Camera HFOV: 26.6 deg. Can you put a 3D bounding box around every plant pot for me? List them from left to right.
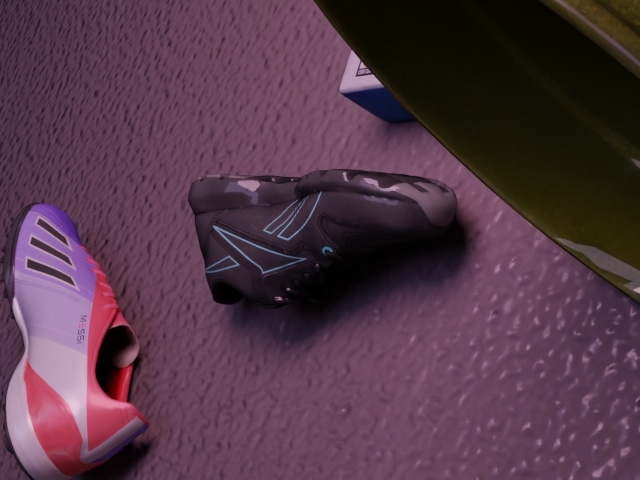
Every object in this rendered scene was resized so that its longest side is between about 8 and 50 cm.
[{"bbox_3d":[0.227,-0.176,0.676,0.353,0.366,0.366,-49,36,-4],"label":"plant pot"}]

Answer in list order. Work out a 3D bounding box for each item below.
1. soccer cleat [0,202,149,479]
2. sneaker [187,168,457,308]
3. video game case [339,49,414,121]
[{"bbox_3d":[-0.218,0.075,1.223,0.116,0.108,0.318,-23,43,10],"label":"soccer cleat"},{"bbox_3d":[0.000,0.000,1.026,0.267,0.101,0.106,-1,86,50],"label":"sneaker"},{"bbox_3d":[0.154,-0.216,0.995,0.269,0.061,0.244,0,67,50],"label":"video game case"}]
